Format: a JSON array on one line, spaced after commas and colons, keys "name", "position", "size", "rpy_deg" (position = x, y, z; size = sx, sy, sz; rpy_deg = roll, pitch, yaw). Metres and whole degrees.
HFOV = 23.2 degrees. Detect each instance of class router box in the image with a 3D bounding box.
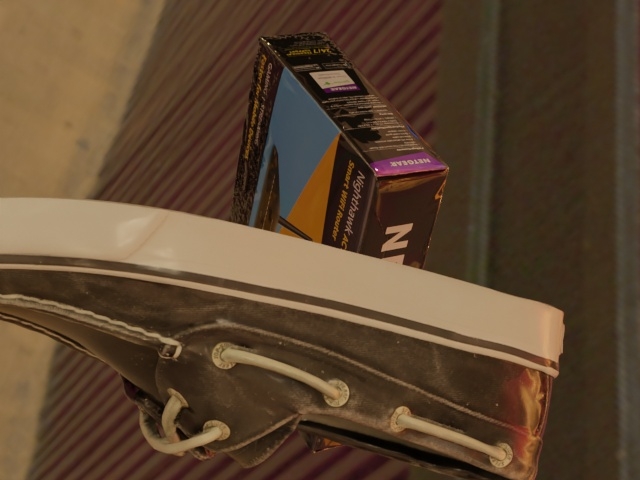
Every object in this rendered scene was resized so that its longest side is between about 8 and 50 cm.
[{"name": "router box", "position": [0.000, 0.000, 0.819], "size": [0.046, 0.179, 0.133], "rpy_deg": [-9, 40, -27]}]

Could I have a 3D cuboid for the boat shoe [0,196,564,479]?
[{"name": "boat shoe", "position": [-0.025, 0.035, 0.491], "size": [0.219, 0.078, 0.070], "rpy_deg": [12, 79, -15]}]
